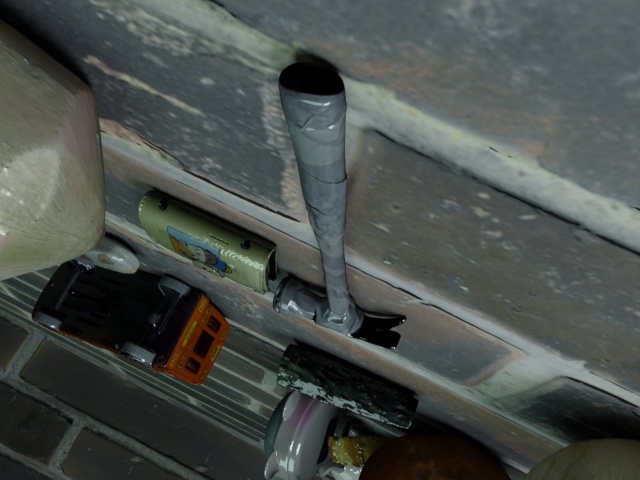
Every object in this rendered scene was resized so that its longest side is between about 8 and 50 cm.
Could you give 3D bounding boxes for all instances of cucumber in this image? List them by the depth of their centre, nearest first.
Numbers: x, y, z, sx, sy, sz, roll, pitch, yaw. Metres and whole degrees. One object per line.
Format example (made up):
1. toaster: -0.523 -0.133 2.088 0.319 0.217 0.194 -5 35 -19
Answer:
1. cucumber: 0.044 0.212 0.978 0.211 0.062 0.078 14 -172 17

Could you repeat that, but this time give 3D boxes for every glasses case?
1. glasses case: -0.344 0.011 0.993 0.164 0.041 0.063 16 155 25

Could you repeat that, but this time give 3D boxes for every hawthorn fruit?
1. hawthorn fruit: 0.197 0.452 1.012 0.277 0.277 0.298 37 -173 -22

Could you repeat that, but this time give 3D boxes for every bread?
1. bread: 0.110 0.383 1.186 0.187 0.065 0.103 12 162 -20

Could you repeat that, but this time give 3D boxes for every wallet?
1. wallet: -0.125 0.008 0.740 0.155 0.039 0.110 25 157 9

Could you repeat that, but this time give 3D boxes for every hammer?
1. hammer: 0.000 -0.001 0.576 0.152 0.044 0.427 20 156 17

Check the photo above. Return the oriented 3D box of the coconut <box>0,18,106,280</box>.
1. coconut: -0.283 -0.067 0.534 0.224 0.224 0.234 -1 144 50

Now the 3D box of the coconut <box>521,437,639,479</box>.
1. coconut: 0.343 0.353 0.673 0.329 0.329 0.329 23 158 10

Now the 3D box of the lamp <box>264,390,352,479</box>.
1. lamp: -0.029 0.357 1.230 0.108 0.179 0.246 19 177 29

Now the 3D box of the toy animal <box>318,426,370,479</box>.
1. toy animal: 0.102 0.471 1.370 0.193 0.127 0.178 20 159 17

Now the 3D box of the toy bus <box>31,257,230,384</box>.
1. toy bus: -0.322 0.128 1.096 0.329 0.143 0.153 11 155 30
